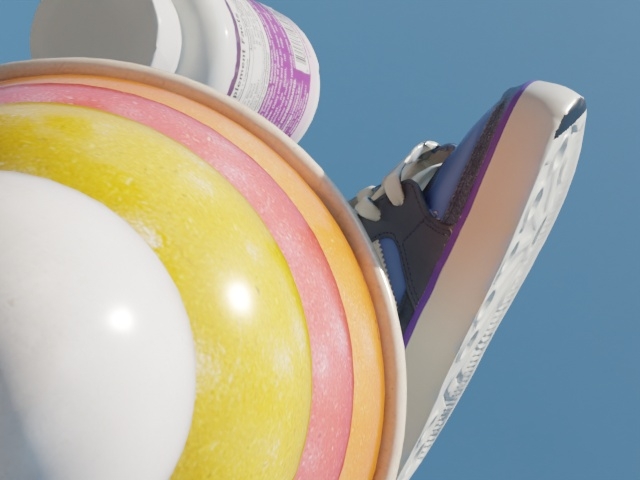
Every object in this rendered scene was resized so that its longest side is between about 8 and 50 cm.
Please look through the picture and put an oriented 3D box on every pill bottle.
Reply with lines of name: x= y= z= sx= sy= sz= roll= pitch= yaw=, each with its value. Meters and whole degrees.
pill bottle: x=-0.130 y=-0.159 z=1.395 sx=0.169 sy=0.301 sz=0.169 roll=-2 pitch=-94 yaw=23

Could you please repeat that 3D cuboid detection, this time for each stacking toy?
stacking toy: x=-0.113 y=0.048 z=0.602 sx=0.480 sy=0.350 sz=0.351 roll=120 pitch=-31 yaw=-80

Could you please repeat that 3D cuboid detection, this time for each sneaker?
sneaker: x=0.000 y=0.000 z=0.958 sx=0.236 sy=0.130 sz=0.323 roll=31 pitch=-59 yaw=14
